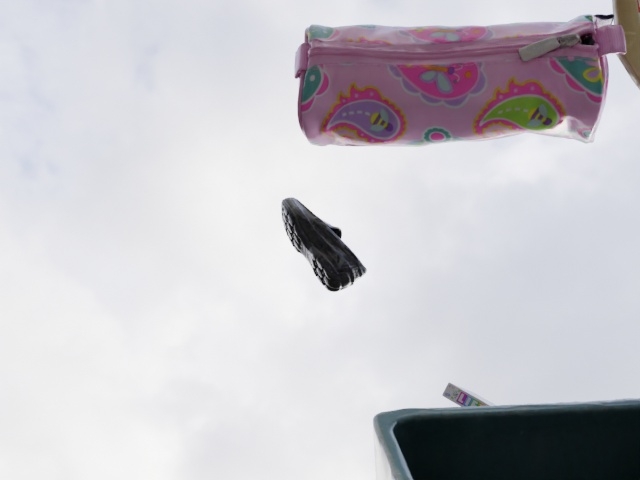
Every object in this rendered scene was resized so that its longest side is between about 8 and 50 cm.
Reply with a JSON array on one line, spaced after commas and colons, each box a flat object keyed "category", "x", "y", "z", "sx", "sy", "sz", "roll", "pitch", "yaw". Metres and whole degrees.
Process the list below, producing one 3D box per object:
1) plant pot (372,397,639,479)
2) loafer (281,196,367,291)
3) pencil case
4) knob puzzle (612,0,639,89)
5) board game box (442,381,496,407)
[{"category": "plant pot", "x": 0.166, "y": 0.267, "z": 0.414, "sx": 0.247, "sy": 0.248, "sz": 0.252, "roll": 0, "pitch": -73, "yaw": -8}, {"category": "loafer", "x": 0.000, "y": 0.000, "z": 1.242, "sx": 0.223, "sy": 0.078, "sz": 0.076, "roll": 52, "pitch": -27, "yaw": 37}, {"category": "pencil case", "x": 0.121, "y": -0.147, "z": 0.653, "sx": 0.284, "sy": 0.124, "sz": 0.124, "roll": 1, "pitch": -51, "yaw": 12}, {"category": "knob puzzle", "x": 0.414, "y": -0.207, "z": 0.817, "sx": 0.213, "sy": 0.213, "sz": 0.030, "roll": 34, "pitch": -25, "yaw": -2}, {"category": "board game box", "x": 0.282, "y": 0.290, "z": 1.230, "sx": 0.103, "sy": 0.026, "sz": 0.154, "roll": 26, "pitch": -3, "yaw": 31}]
